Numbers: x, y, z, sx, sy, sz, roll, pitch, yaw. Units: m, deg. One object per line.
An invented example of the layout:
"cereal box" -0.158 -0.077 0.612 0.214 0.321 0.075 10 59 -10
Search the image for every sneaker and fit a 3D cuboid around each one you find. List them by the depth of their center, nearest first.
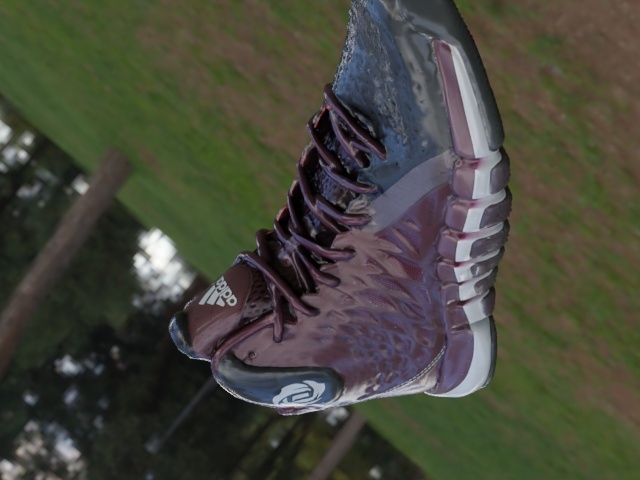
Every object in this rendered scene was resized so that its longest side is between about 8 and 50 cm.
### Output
"sneaker" 0.000 0.000 0.703 0.106 0.163 0.281 -115 12 -45
